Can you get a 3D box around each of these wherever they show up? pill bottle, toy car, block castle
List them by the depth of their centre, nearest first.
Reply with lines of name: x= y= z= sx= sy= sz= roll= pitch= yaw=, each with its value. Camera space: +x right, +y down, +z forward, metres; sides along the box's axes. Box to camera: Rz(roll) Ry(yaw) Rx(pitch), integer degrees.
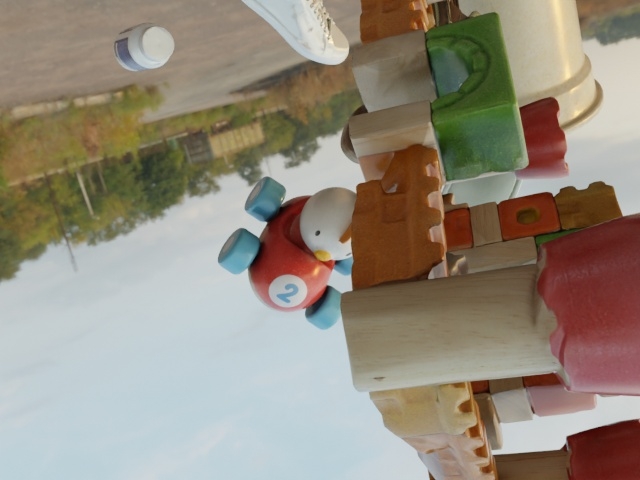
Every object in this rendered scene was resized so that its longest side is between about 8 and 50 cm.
block castle: x=0.161 y=-0.029 z=0.526 sx=0.212 sy=0.303 sz=0.454 roll=-10 pitch=-135 yaw=15
pill bottle: x=-0.268 y=-0.296 z=1.053 sx=0.067 sy=0.067 sz=0.120 roll=-22 pitch=-160 yaw=-28
toy car: x=0.000 y=0.000 z=1.080 sx=0.238 sy=0.219 sz=0.210 roll=-26 pitch=-146 yaw=56

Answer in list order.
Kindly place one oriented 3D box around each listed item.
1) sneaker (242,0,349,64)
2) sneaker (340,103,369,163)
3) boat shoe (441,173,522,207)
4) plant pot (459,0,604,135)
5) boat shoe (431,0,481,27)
sneaker: x=-0.026 y=-0.445 z=1.325 sx=0.123 sy=0.106 sz=0.290 roll=-25 pitch=142 yaw=38
sneaker: x=0.094 y=-0.185 z=0.940 sx=0.188 sy=0.066 sz=0.071 roll=-52 pitch=180 yaw=-28
boat shoe: x=0.291 y=-0.136 z=1.142 sx=0.303 sy=0.114 sz=0.091 roll=-57 pitch=-178 yaw=20
plant pot: x=0.259 y=-0.346 z=1.065 sx=0.333 sy=0.306 sz=0.334 roll=-10 pitch=-149 yaw=6
boat shoe: x=0.154 y=-0.245 z=0.828 sx=0.095 sy=0.258 sz=0.095 roll=-15 pitch=162 yaw=16
